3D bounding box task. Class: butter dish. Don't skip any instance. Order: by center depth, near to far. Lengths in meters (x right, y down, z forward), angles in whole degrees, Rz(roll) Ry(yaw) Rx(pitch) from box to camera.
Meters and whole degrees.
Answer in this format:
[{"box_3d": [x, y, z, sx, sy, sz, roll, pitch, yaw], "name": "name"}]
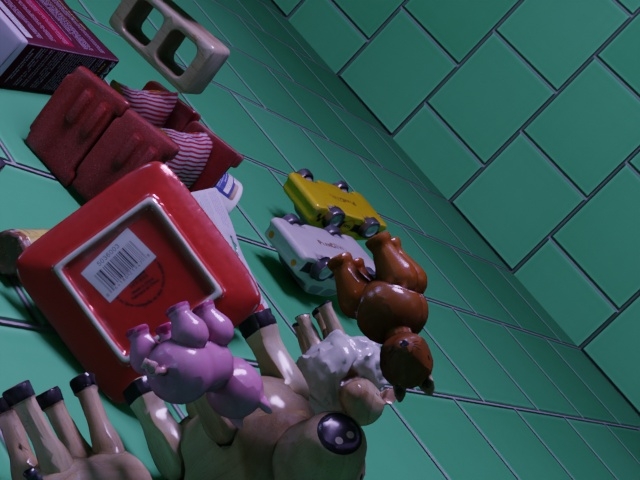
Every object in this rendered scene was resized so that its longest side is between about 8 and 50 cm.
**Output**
[{"box_3d": [-0.155, 0.036, 1.083, 0.160, 0.160, 0.118, 53, -4, 0], "name": "butter dish"}]

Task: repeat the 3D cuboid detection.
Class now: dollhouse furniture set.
[{"box_3d": [-0.130, -0.196, 1.361, 0.152, 0.374, 0.201, 42, 15, 12], "name": "dollhouse furniture set"}]

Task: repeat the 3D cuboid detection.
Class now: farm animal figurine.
[{"box_3d": [-0.057, 0.146, 0.890, 0.172, 0.330, 0.327, 64, -18, 10], "name": "farm animal figurine"}]

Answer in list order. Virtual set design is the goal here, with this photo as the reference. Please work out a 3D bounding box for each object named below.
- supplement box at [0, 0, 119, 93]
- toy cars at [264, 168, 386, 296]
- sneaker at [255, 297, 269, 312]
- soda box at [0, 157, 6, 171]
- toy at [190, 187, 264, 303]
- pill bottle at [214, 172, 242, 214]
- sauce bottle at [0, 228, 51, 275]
[{"box_3d": [-0.355, -0.246, 1.484, 0.130, 0.073, 0.239, 47, 15, 11], "name": "supplement box"}, {"box_3d": [0.000, 0.000, 1.757, 0.176, 0.087, 0.394, 37, 18, -8], "name": "toy cars"}, {"box_3d": [-0.111, 0.055, 1.356, 0.118, 0.042, 0.067, 38, 9, 6], "name": "sneaker"}, {"box_3d": [-0.324, -0.048, 1.035, 0.060, 0.053, 0.169, 42, 14, -8], "name": "soda box"}, {"box_3d": [-0.156, 0.030, 1.250, 0.237, 0.056, 0.137, -19, 86, -65], "name": "toy"}, {"box_3d": [-0.162, -0.078, 1.550, 0.120, 0.067, 0.067, 38, 15, -24], "name": "pill bottle"}, {"box_3d": [-0.247, 0.010, 1.111, 0.042, 0.042, 0.128, 47, 13, 14], "name": "sauce bottle"}]
